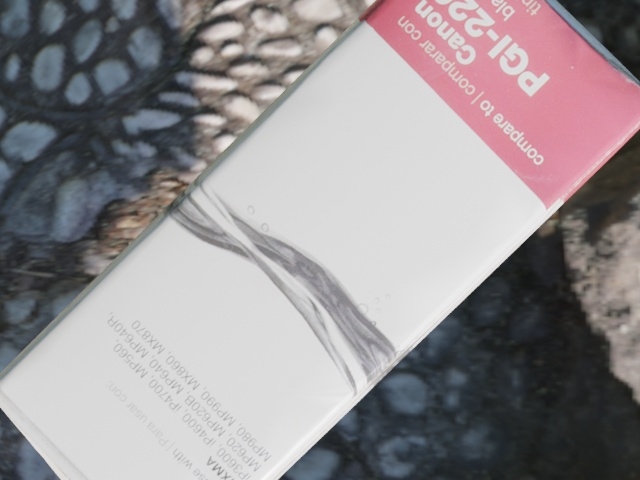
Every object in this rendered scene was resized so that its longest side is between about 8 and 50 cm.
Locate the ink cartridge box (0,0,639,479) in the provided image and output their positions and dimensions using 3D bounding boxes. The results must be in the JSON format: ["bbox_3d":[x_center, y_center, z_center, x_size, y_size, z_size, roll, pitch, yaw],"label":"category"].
[{"bbox_3d":[0.000,0.000,0.550,0.092,0.158,0.218,44,93,-1],"label":"ink cartridge box"}]
